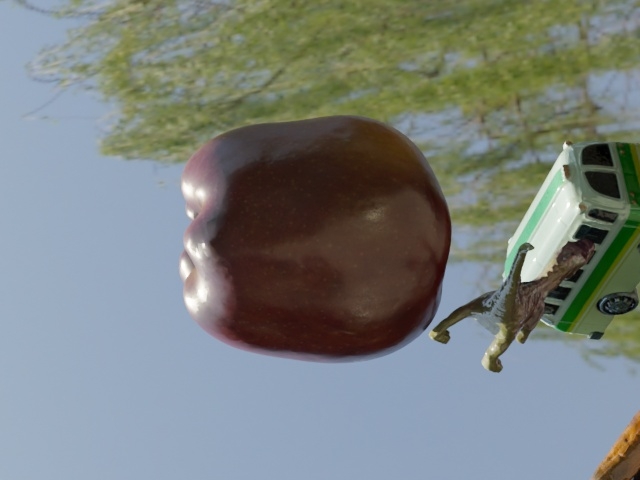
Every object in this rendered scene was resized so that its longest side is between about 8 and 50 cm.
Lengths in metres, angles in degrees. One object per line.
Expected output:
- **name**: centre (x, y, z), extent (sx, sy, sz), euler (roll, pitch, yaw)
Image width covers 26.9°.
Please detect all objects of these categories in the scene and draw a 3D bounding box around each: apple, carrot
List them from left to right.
- **apple**: centre (0.000, 0.000, 1.489), extent (0.316, 0.288, 0.288), euler (-1, -92, -12)
- **carrot**: centre (0.363, 0.199, 1.442), extent (0.210, 0.061, 0.061), euler (-47, -61, 3)

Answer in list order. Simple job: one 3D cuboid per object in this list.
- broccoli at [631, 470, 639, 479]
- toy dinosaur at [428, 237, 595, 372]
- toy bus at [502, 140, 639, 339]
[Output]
- **broccoli**: centre (0.474, 0.387, 1.694), extent (0.247, 0.263, 0.243), euler (27, -81, 6)
- **toy dinosaur**: centre (0.211, 0.061, 1.501), extent (0.251, 0.200, 0.072), euler (7, -140, -53)
- **toy bus**: centre (0.337, -0.002, 1.698), extent (0.164, 0.276, 0.134), euler (7, -129, -12)
